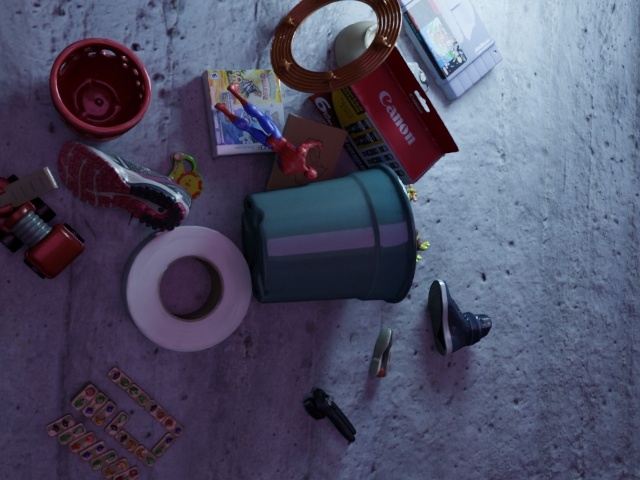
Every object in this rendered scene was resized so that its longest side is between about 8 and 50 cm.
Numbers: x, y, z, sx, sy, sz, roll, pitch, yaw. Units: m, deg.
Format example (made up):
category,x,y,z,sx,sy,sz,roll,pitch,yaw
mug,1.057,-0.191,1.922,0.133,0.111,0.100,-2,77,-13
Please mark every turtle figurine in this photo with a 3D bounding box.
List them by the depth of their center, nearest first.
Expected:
category,x,y,z,sx,sy,sz,roll,pitch,yaw
turtle figurine,0.214,-0.048,1.580,0.217,0.087,0.269,67,27,-20

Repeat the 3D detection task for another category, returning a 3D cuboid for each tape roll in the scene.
category,x,y,z,sx,sy,sz,roll,pitch,yaw
tape roll,-0.306,0.106,1.348,0.286,0.100,0.286,0,91,-25

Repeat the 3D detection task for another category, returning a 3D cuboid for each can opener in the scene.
category,x,y,z,sx,sy,sz,roll,pitch,yaw
can opener,0.036,0.459,1.547,0.186,0.073,0.059,47,33,-22

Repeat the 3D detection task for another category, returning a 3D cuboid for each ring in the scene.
category,x,y,z,sx,sy,sz,roll,pitch,yaw
ring,0.027,-0.495,1.398,0.336,0.336,0.032,-61,150,-12

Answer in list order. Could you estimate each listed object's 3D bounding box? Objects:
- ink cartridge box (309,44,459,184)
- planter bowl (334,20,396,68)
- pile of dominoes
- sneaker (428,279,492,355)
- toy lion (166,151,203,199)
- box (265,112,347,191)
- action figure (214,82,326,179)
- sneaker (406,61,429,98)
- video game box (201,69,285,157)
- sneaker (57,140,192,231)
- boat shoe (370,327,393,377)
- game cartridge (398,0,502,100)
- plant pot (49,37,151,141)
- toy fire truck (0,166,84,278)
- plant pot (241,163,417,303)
category,x,y,z,sx,sy,sz,roll,pitch,yaw
ink cartridge box,0.155,-0.294,1.469,0.130,0.272,0.309,-43,107,-19
planter bowl,0.132,-0.505,1.546,0.162,0.109,0.162,0,90,-26
pile of dominoes,-0.452,0.425,1.315,0.196,0.040,0.251,-47,108,-18
sneaker,0.401,0.202,1.684,0.163,0.086,0.226,-14,106,-14
toy lion,-0.316,-0.147,1.381,0.096,0.034,0.100,22,81,-31
box,-0.034,-0.201,1.475,0.164,0.021,0.201,11,108,-27
action figure,-0.101,-0.245,1.376,0.280,0.139,0.091,45,115,6
sneaker,0.258,-0.381,1.625,0.132,0.086,0.229,-24,117,-44
video game box,-0.181,-0.310,1.434,0.187,0.048,0.205,-9,95,-28
sneaker,-0.428,-0.121,1.289,0.299,0.112,0.121,30,115,-9
boat shoe,0.176,0.307,1.608,0.043,0.049,0.137,17,85,-28
game cartridge,0.360,-0.607,1.683,0.230,0.068,0.355,-43,107,-23
plant pot,-0.463,-0.305,1.228,0.191,0.174,0.191,-1,92,-26
toy fire truck,-0.555,-0.041,1.147,0.158,0.246,0.217,-47,108,-17
plant pot,0.000,0.000,1.386,0.334,0.341,0.341,-6,93,-17
